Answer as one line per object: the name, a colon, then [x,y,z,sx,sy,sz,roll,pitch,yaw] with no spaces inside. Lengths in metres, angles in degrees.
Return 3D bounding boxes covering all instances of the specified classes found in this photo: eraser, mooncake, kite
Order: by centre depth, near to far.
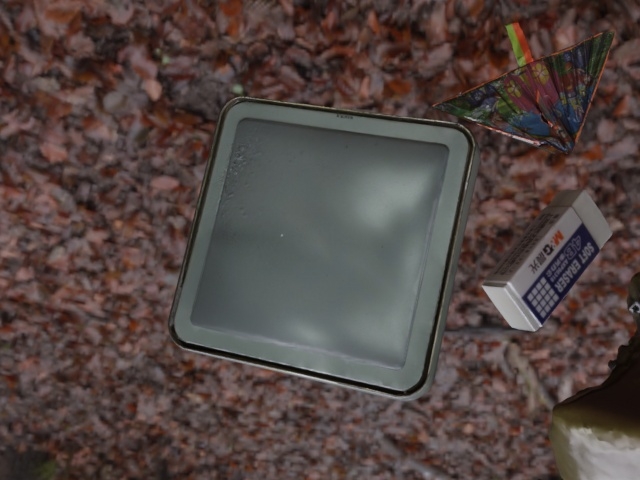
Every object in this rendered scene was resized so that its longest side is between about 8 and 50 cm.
kite: [0.255,-0.182,1.002,0.241,0.183,0.014,-18,167,4]
mooncake: [0.576,0.268,1.449,0.394,0.393,0.246,-23,119,6]
eraser: [0.446,0.036,1.615,0.124,0.279,0.081,51,159,-19]

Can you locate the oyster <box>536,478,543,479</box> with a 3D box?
oyster: [0.123,0.178,0.383,0.133,0.072,0.209,33,162,6]

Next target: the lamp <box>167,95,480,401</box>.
lamp: [0.000,0.000,0.806,0.269,0.266,0.047,10,170,18]
